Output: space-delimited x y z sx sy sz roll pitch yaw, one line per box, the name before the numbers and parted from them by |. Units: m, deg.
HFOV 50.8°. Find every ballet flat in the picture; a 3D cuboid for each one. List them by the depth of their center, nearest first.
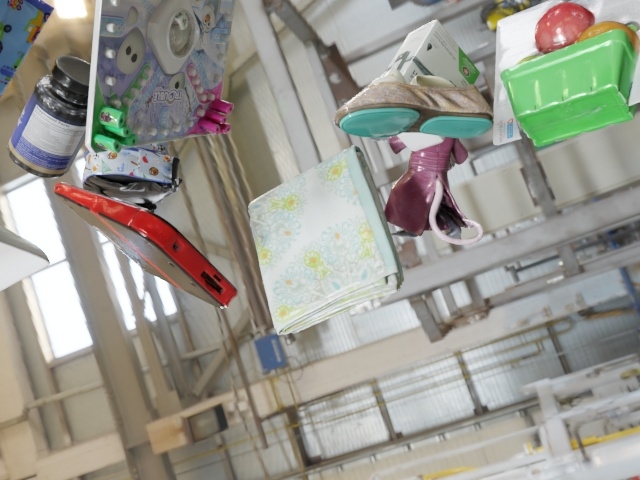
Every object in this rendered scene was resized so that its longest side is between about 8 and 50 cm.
ballet flat | 0.150 -0.231 1.133 0.316 0.107 0.106 -1 -111 -32

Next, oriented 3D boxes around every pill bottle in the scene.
pill bottle | -0.499 -0.235 1.284 0.123 0.219 0.123 30 -153 -17

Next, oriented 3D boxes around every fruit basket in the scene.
fruit basket | 0.496 -0.362 1.317 0.165 0.327 0.353 43 -133 -36

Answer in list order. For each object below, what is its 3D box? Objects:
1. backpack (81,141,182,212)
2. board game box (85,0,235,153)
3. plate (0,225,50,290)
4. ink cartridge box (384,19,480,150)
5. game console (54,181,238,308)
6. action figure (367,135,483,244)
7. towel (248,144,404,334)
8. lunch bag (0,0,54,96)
backpack | -0.584 -0.211 2.047 0.263 0.276 0.213 3 -110 -34
board game box | -0.240 -0.356 1.161 0.390 0.050 0.390 -32 -44 -64
plate | -0.594 -0.002 1.038 0.277 0.278 0.045 30 -124 -36
ink cartridge box | 0.207 -0.303 1.328 0.153 0.087 0.208 43 -119 -23
game console | -0.387 0.014 1.543 0.060 0.342 0.386 -57 -34 -17
action figure | 0.258 -0.186 1.659 0.276 0.248 0.370 -147 60 -75
towel | 0.000 0.000 1.540 0.090 0.321 0.374 36 -146 -56
lunch bag | -0.582 -0.339 0.981 0.293 0.221 0.138 36 -173 13
